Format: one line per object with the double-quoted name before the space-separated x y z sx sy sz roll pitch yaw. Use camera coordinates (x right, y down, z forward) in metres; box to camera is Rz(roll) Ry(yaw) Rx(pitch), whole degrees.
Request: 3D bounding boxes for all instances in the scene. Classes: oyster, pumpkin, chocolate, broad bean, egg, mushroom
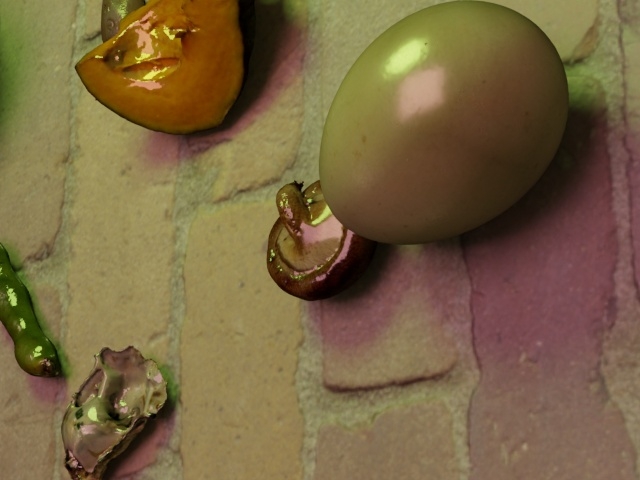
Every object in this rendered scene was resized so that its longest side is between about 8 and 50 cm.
"oyster" -0.231 0.186 1.540 0.166 0.053 0.108 -47 69 9
"pumpkin" -0.125 -0.217 1.583 0.254 0.149 0.130 -27 18 31
"chocolate" -0.241 -0.277 1.729 0.064 0.031 0.101 -19 62 30
"broad bean" -0.362 0.080 1.692 0.052 0.053 0.256 -26 50 -14
"egg" 0.102 -0.097 1.264 0.254 0.188 0.189 -46 50 30
"mushroom" 0.000 0.000 1.385 0.127 0.087 0.127 -19 60 38
